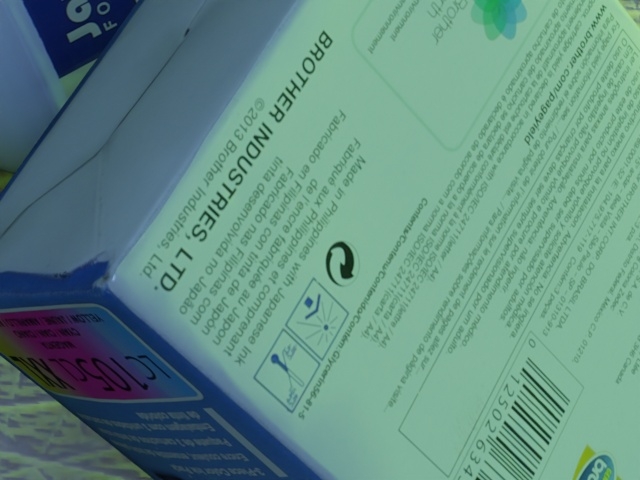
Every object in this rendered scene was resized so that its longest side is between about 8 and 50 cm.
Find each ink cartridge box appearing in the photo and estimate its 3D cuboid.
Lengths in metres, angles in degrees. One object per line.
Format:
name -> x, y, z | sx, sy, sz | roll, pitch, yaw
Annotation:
ink cartridge box -> 0.067, 0.040, 0.730 | 0.395, 0.151, 0.270 | 44, 63, -26

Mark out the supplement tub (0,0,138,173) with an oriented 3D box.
supplement tub -> -0.123, -0.179, 0.840 | 0.325, 0.235, 0.235 | -31, 79, -12

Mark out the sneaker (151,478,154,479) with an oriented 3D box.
sneaker -> -0.025, 0.196, 0.790 | 0.090, 0.115, 0.232 | -33, 86, 14
